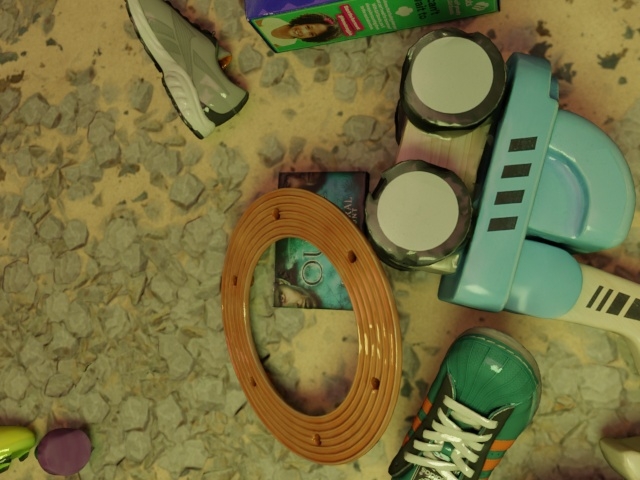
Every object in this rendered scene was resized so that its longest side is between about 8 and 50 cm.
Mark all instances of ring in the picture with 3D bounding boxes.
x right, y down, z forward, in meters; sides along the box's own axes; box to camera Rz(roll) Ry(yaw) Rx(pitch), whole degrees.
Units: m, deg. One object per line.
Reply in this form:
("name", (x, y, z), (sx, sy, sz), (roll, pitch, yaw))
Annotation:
("ring", (-0.020, 0.103, 0.827), (0.337, 0.032, 0.336), (10, 103, 49))

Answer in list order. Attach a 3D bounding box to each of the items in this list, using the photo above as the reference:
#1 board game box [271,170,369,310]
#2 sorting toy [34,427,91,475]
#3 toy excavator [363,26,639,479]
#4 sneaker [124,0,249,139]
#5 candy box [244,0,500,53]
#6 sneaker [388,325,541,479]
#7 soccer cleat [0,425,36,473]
("board game box", (0.000, 0.000, 0.914), (0.126, 0.026, 0.186), (1, 85, 16))
("sorting toy", (-0.373, 0.454, 0.962), (0.126, 0.127, 0.365), (-19, 75, 44))
("toy excavator", (0.265, 0.026, 0.750), (0.446, 0.222, 0.432), (14, 86, 6))
("sneaker", (-0.195, -0.277, 0.973), (0.108, 0.100, 0.271), (-30, 80, -2))
("candy box", (0.061, -0.416, 0.887), (0.318, 0.122, 0.267), (-6, 82, 17))
("sneaker", (0.142, 0.218, 0.710), (0.108, 0.302, 0.121), (27, 48, 19))
("soccer cleat", (-0.564, 0.309, 1.022), (0.289, 0.093, 0.121), (-17, 73, 14))
